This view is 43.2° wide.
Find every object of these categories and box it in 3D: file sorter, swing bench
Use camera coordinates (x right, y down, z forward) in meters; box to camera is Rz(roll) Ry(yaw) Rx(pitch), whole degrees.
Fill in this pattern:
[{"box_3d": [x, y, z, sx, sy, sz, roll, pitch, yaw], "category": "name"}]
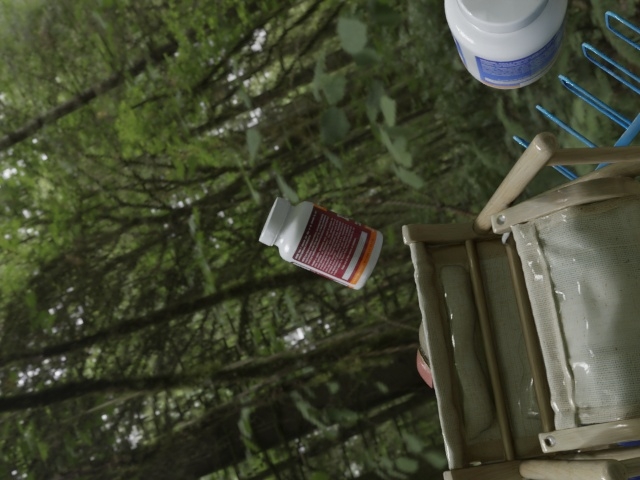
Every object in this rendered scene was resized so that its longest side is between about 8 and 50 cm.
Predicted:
[{"box_3d": [0.305, -0.147, 0.880, 0.104, 0.170, 0.118, 39, -164, 13], "category": "file sorter"}, {"box_3d": [0.206, 0.071, 0.685, 0.254, 0.165, 0.254, 138, 126, -65], "category": "swing bench"}]

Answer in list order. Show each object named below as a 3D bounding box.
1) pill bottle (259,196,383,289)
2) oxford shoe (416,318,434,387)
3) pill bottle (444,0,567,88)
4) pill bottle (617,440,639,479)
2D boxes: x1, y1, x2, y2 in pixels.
[{"box_3d": [0.000, 0.000, 1.081, 0.151, 0.086, 0.086, 23, -157, -6], "category": "pill bottle"}, {"box_3d": [0.208, 0.158, 1.051, 0.348, 0.122, 0.130, -143, 46, -67], "category": "oxford shoe"}, {"box_3d": [0.243, -0.298, 1.054, 0.152, 0.152, 0.272, 68, -168, 7], "category": "pill bottle"}, {"box_3d": [0.327, 0.191, 0.846, 0.094, 0.094, 0.170, -69, -17, -72], "category": "pill bottle"}]
